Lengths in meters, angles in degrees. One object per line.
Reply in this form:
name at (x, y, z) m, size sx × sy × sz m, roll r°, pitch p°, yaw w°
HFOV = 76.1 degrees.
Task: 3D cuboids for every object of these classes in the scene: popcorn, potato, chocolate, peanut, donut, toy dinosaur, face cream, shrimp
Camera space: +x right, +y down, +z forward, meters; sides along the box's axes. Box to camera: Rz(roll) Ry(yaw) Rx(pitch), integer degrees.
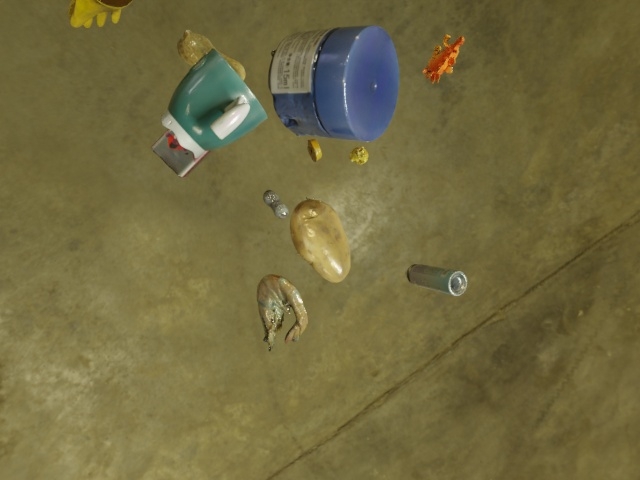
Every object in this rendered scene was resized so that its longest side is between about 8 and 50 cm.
popcorn at (0.176, -0.391, 1.841) m, size 0.084 × 0.084 × 0.084 m, roll -5°, pitch 111°, yaw -15°
potato at (0.004, -0.002, 1.136) m, size 0.235 × 0.128 × 0.161 m, roll 48°, pitch 58°, yaw -7°
chocolate at (-0.210, -0.170, 1.907) m, size 0.072 × 0.072 × 0.167 m, roll -38°, pitch 74°, yaw -1°
peanut at (-0.466, -0.742, 1.727) m, size 0.291 × 0.143 × 0.159 m, roll 30°, pitch 107°, yaw -29°
donut at (-0.025, -0.410, 1.862) m, size 0.043 × 0.108 × 0.097 m, roll -25°, pitch 81°, yaw -9°
toy dinosaur at (0.408, -0.606, 1.410) m, size 0.070 × 0.288 × 0.117 m, roll 12°, pitch 84°, yaw -14°
face cream at (0.034, -0.369, 0.973) m, size 0.249 × 0.225 × 0.249 m, roll -27°, pitch 126°, yaw -46°
face cream at (0.351, 0.117, 1.286) m, size 0.075 × 0.229 × 0.075 m, roll -2°, pitch 95°, yaw -25°
shrimp at (-0.091, 0.192, 1.035) m, size 0.145 × 0.059 × 0.254 m, roll 11°, pitch 120°, yaw 24°

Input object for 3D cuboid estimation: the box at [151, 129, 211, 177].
box at (-0.334, -0.286, 1.102) m, size 0.224 × 0.069 × 0.120 m, roll -44°, pitch 99°, yaw 7°

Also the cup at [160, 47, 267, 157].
cup at (-0.224, -0.263, 0.834) m, size 0.173 × 0.299 × 0.167 m, roll -41°, pitch 126°, yaw 1°

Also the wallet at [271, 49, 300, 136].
wallet at (-0.110, -0.511, 1.455) m, size 0.044 × 0.317 × 0.169 m, roll -37°, pitch 80°, yaw -12°

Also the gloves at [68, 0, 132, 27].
gloves at (-0.612, -0.652, 1.137) m, size 0.133 × 0.294 × 0.116 m, roll 0°, pitch 92°, yaw -38°
